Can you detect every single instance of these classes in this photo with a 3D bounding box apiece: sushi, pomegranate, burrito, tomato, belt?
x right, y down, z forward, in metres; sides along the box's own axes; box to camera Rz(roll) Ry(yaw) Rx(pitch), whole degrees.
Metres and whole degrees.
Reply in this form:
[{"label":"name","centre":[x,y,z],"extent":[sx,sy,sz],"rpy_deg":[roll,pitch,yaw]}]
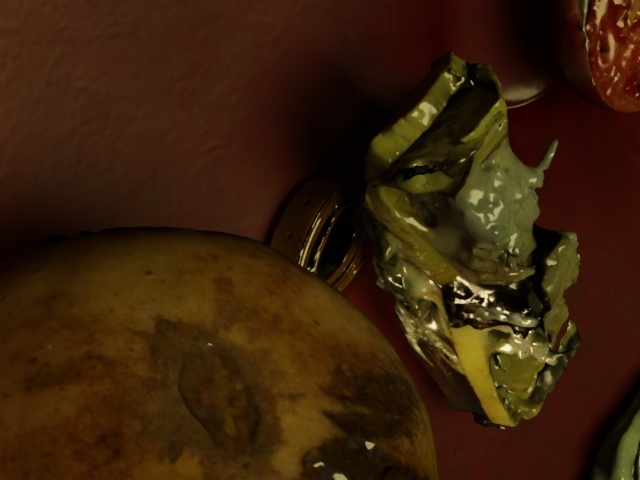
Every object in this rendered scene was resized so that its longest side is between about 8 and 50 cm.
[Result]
[{"label":"sushi","centre":[0.108,-0.005,1.278],"extent":[0.139,0.131,0.291],"rpy_deg":[-56,140,-28]},{"label":"pomegranate","centre":[-0.092,0.139,1.064],"extent":[0.322,0.322,0.322],"rpy_deg":[-10,107,-37]},{"label":"burrito","centre":[0.240,0.158,1.489],"extent":[0.118,0.044,0.074],"rpy_deg":[-47,128,-24]},{"label":"tomato","centre":[0.204,-0.178,1.356],"extent":[0.174,0.082,0.166],"rpy_deg":[-44,128,-28]},{"label":"belt","centre":[0.000,0.000,1.264],"extent":[0.059,0.036,0.083],"rpy_deg":[33,79,-46]}]
